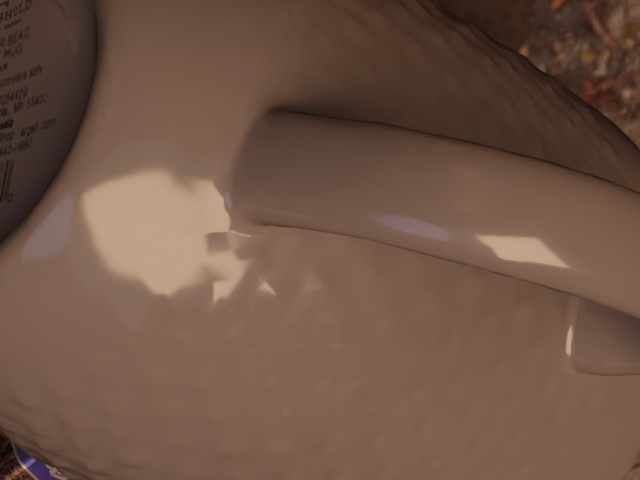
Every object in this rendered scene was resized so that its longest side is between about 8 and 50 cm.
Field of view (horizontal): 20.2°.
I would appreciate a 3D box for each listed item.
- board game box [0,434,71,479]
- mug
[{"bbox_3d":[-0.199,0.226,0.988,0.291,0.141,0.232,-39,122,0],"label":"board game box"},{"bbox_3d":[0.000,0.000,0.787,0.328,0.374,0.276,26,75,-44],"label":"mug"}]
